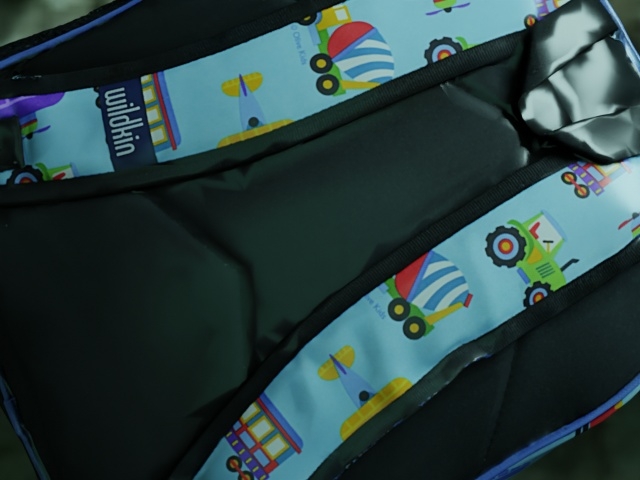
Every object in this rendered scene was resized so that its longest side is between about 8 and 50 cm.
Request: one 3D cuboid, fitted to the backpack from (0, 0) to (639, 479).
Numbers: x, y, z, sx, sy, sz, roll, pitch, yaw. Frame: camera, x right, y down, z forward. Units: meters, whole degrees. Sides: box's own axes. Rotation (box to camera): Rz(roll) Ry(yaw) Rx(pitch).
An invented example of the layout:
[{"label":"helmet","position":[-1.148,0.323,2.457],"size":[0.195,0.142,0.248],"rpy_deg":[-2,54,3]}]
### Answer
[{"label":"backpack","position":[0.000,0.000,0.416],"size":[0.173,0.117,0.158],"rpy_deg":[-29,83,-3]}]
